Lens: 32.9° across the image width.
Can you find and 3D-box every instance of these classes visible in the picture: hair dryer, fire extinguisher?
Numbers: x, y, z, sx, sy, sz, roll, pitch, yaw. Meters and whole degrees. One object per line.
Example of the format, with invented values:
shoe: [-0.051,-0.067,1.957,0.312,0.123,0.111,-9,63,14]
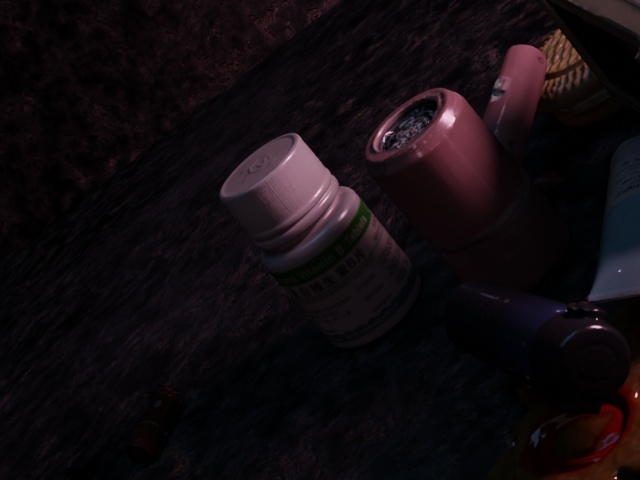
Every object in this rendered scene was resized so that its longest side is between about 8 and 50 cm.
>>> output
hair dryer: [0.183,-0.124,1.197,0.125,0.210,0.352,-23,31,39]
fire extinguisher: [-0.213,0.232,1.413,0.056,0.039,0.132,4,36,14]

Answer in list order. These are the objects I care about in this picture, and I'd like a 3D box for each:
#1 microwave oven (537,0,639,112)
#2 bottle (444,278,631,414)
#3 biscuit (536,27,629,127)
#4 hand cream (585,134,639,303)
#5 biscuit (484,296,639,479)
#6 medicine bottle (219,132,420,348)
microwave oven: [0.399,-0.217,0.980,0.286,0.218,0.355,-43,29,6]
bottle: [0.173,0.077,0.892,0.244,0.072,0.082,-154,74,-77]
biscuit: [0.358,-0.240,1.323,0.259,0.079,0.259,-43,16,16]
hand cream: [0.294,-0.015,0.951,0.111,0.070,0.312,-11,20,20]
biscuit: [0.260,0.122,0.814,0.367,0.063,0.314,-46,23,-14]
medicine bottle: [0.000,0.000,1.251,0.139,0.237,0.139,-32,23,15]
